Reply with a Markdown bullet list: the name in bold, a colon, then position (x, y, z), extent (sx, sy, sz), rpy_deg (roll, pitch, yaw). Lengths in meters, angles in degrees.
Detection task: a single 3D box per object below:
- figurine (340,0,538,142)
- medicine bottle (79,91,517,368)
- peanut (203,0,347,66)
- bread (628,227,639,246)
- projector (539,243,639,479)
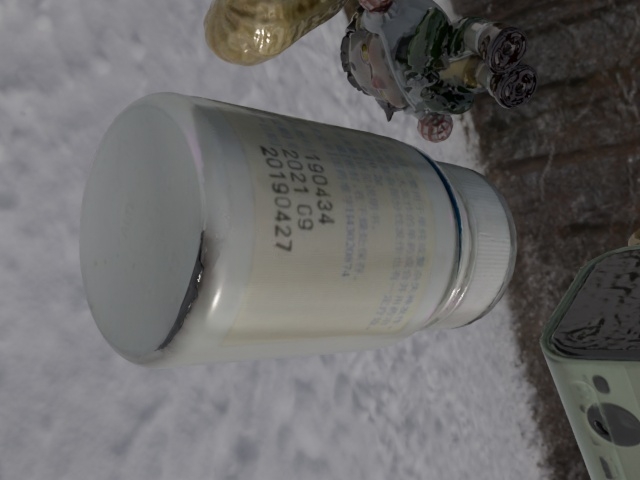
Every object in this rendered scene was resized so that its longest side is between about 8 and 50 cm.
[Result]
- **figurine**: position (0.155, -0.269, 1.031), extent (0.370, 0.167, 0.281), rpy_deg (33, -23, 57)
- **medicine bottle**: position (0.000, 0.000, 0.439), extent (0.258, 0.143, 0.144), rpy_deg (5, 67, -42)
- **peanut**: position (-0.047, -0.401, 1.134), extent (0.153, 0.325, 0.140), rpy_deg (51, -3, -39)
- **bread**: position (0.525, 0.018, 0.918), extent (0.134, 0.225, 0.081), rpy_deg (-52, 153, -18)
- **projector**: position (0.428, 0.161, 0.818), extent (0.248, 0.248, 0.249), rpy_deg (-42, 114, -40)
